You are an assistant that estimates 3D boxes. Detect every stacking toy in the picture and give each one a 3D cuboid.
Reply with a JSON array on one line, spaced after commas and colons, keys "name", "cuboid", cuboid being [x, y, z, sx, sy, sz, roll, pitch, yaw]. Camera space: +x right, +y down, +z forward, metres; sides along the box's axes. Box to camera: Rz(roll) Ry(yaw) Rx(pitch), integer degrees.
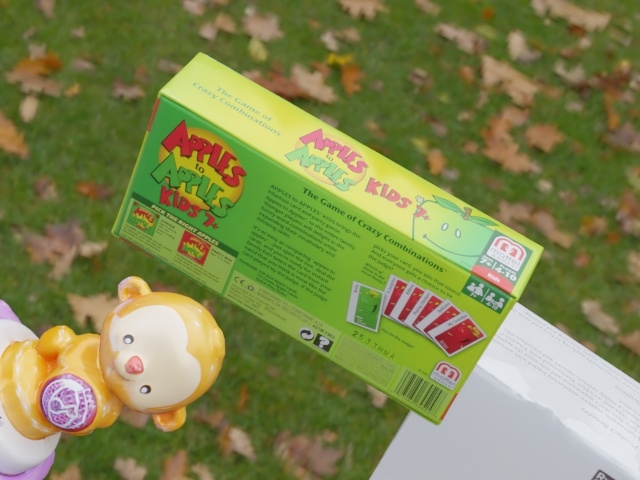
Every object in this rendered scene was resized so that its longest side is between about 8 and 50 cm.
[{"name": "stacking toy", "cuboid": [-0.180, 0.082, 0.665, 0.166, 0.302, 0.175, -20, 94, -71]}]

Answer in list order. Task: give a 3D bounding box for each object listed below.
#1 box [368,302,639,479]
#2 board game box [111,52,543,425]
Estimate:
[{"name": "box", "cuboid": [0.161, 0.174, 1.218, 0.181, 0.182, 0.119, 34, 33, 9]}, {"name": "board game box", "cuboid": [0.000, 0.000, 0.680, 0.181, 0.092, 0.043, 30, 40, 5]}]
